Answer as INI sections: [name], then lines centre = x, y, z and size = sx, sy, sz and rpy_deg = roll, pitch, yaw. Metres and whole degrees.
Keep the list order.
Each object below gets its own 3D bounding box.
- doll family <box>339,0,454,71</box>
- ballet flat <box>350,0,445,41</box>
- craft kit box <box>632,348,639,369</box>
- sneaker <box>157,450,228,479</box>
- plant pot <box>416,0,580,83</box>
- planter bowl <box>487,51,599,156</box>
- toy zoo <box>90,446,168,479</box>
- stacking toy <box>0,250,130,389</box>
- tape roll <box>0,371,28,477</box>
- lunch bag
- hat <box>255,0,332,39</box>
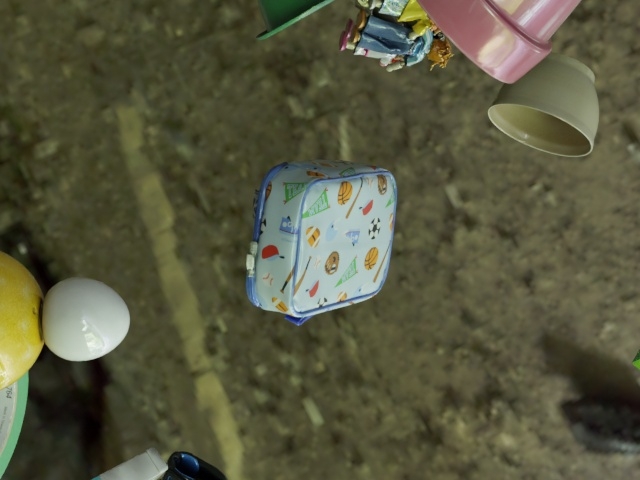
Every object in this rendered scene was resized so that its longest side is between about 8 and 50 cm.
[doll family]
centre = 0.141, -0.340, 2.229
size = 0.263, 0.163, 0.118
rpy_deg = 118, 158, -46
[ballet flat]
centre = 0.132, -0.372, 2.284
size = 0.250, 0.084, 0.058
rpy_deg = 24, -146, -52
[craft kit box]
centre = 0.541, 0.177, 1.678
size = 0.246, 0.061, 0.250
rpy_deg = 44, 149, -3
[sneaker]
centre = -0.193, 0.288, 1.599
size = 0.079, 0.216, 0.121
rpy_deg = -67, -18, -60
[plant pot]
centre = 0.195, -0.287, 1.387
size = 0.201, 0.180, 0.201
rpy_deg = 39, -154, -24
[planter bowl]
centre = 0.341, -0.208, 2.064
size = 0.162, 0.109, 0.162
rpy_deg = 23, 168, 5
[toy zoo]
centre = -0.271, 0.293, 1.381
size = 0.192, 0.293, 0.030
rpy_deg = -43, 78, 30
[stacking toy]
centre = -0.505, 0.114, 1.952
size = 0.350, 0.479, 0.351
rpy_deg = -179, 90, -87
[tape roll]
centre = -0.585, 0.283, 2.286
size = 0.077, 0.321, 0.321
rpy_deg = 12, 141, 15
[lunch bag]
centre = 0.000, 0.000, 2.183
size = 0.115, 0.303, 0.243
rpy_deg = 16, 104, 32
[hat]
centre = -0.066, -0.403, 2.006
size = 0.184, 0.208, 0.173
rpy_deg = 61, 161, -10
